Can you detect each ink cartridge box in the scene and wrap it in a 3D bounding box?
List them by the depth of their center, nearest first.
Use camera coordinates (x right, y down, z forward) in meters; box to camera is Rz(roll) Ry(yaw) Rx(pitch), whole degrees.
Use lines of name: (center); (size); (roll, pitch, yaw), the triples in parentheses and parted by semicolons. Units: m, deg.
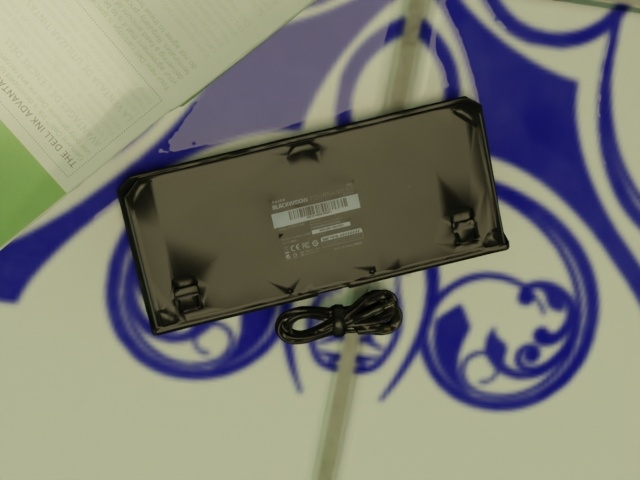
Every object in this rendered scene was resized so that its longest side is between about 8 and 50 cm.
ink cartridge box: (-0.118, -0.123, 0.813); (0.235, 0.056, 0.171); (-38, 110, 7)

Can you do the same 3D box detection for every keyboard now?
keyboard: (0.000, 0.000, 0.894); (0.180, 0.023, 0.108); (-13, 104, -4)
